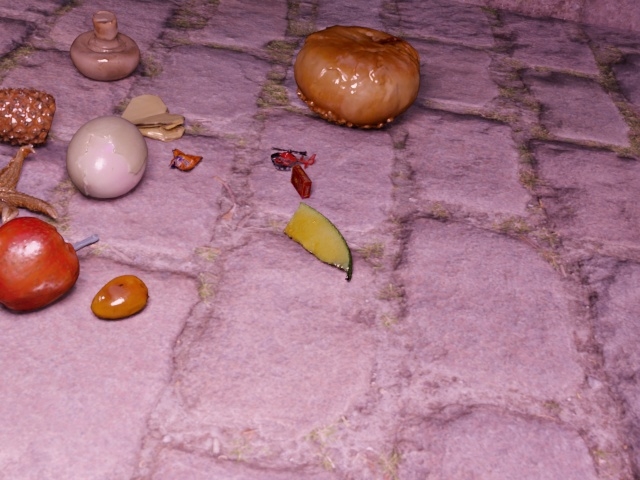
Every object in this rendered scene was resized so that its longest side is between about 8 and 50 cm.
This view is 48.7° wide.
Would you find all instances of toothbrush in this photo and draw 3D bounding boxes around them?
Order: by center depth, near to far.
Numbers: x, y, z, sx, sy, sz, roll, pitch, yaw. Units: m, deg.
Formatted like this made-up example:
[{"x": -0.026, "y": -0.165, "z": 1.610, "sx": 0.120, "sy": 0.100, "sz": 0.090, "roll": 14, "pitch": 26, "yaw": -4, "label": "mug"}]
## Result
[{"x": -0.563, "y": 0.033, "z": 1.486, "sx": 0.016, "sy": 0.019, "sz": 0.219, "roll": 30, "pitch": 41, "yaw": 32, "label": "toothbrush"}]

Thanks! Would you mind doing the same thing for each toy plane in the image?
[{"x": -0.079, "y": -0.218, "z": 1.889, "sx": 0.145, "sy": 0.060, "sz": 0.037, "roll": 5, "pitch": 34, "yaw": -32, "label": "toy plane"}]

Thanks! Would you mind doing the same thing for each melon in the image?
[{"x": 0.000, "y": 0.001, "z": 1.629, "sx": 0.114, "sy": 0.053, "sz": 0.262, "roll": -22, "pitch": 46, "yaw": -24, "label": "melon"}]

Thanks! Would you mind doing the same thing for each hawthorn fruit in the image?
[{"x": -0.567, "y": 0.055, "z": 1.340, "sx": 0.179, "sy": 0.179, "sz": 0.200, "roll": 28, "pitch": 57, "yaw": 23, "label": "hawthorn fruit"}]

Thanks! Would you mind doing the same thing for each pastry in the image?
[{"x": 0.108, "y": -0.488, "z": 2.125, "sx": 0.409, "sy": 0.245, "sz": 0.409, "roll": 9, "pitch": 37, "yaw": -7, "label": "pastry"}]

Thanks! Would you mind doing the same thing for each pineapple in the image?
[{"x": -0.841, "y": -0.333, "z": 1.721, "sx": 0.364, "sy": 0.165, "sz": 0.165, "roll": 13, "pitch": 32, "yaw": -30, "label": "pineapple"}]

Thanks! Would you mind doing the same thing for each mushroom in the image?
[{"x": -0.660, "y": -0.582, "z": 2.133, "sx": 0.206, "sy": 0.209, "sz": 0.206, "roll": -14, "pitch": 41, "yaw": 12, "label": "mushroom"}]

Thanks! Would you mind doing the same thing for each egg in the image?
[{"x": -0.504, "y": -0.187, "z": 1.656, "sx": 0.183, "sy": 0.183, "sz": 0.217, "roll": 13, "pitch": 45, "yaw": 5, "label": "egg"}]

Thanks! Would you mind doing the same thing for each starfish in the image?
[{"x": -0.750, "y": -0.127, "z": 1.587, "sx": 0.375, "sy": 0.094, "sz": 0.327, "roll": 18, "pitch": 30, "yaw": -4, "label": "starfish"}]

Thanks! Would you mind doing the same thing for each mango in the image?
[{"x": -0.392, "y": 0.114, "z": 1.384, "sx": 0.114, "sy": 0.060, "sz": 0.080, "roll": -15, "pitch": 59, "yaw": -32, "label": "mango"}]

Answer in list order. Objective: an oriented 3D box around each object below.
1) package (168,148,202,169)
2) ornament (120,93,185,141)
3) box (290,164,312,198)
[{"x": -0.356, "y": -0.211, "z": 1.838, "sx": 0.077, "sy": 0.033, "sz": 0.110, "roll": 4, "pitch": 32, "yaw": 9, "label": "package"}, {"x": -0.486, "y": -0.336, "z": 1.960, "sx": 0.180, "sy": 0.059, "sz": 0.201, "roll": -21, "pitch": 44, "yaw": -32, "label": "ornament"}, {"x": -0.050, "y": -0.151, "z": 1.811, "sx": 0.023, "sy": 0.051, "sz": 0.082, "roll": -7, "pitch": 40, "yaw": -24, "label": "box"}]
